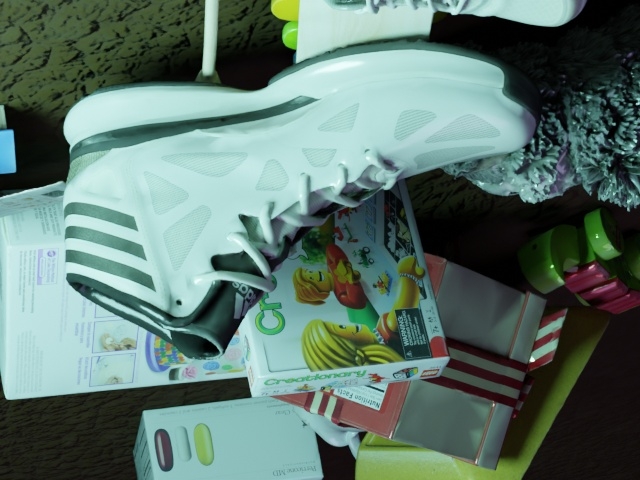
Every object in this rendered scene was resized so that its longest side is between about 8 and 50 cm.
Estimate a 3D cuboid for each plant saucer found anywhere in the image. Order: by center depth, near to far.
[{"bbox_3d":[0.192,0.211,2.154,0.081,0.332,0.333,42,155,-20],"label":"plant saucer"}]

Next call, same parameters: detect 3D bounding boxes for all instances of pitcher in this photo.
[{"bbox_3d":[0.065,0.246,2.356,0.125,0.177,0.207,-39,175,-34],"label":"pitcher"}]

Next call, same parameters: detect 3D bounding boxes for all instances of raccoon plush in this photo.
[{"bbox_3d":[0.287,-0.204,1.539,0.299,0.216,0.446,13,119,-20],"label":"raccoon plush"}]

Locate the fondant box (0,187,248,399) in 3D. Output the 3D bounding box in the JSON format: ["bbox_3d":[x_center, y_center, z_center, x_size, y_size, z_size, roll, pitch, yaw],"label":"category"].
[{"bbox_3d":[-0.192,0.051,1.797,0.330,0.096,0.238,-3,133,-16],"label":"fondant box"}]

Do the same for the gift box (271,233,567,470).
[{"bbox_3d":[0.124,0.117,1.951,0.255,0.276,0.258,21,178,41],"label":"gift box"}]

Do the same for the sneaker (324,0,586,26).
[{"bbox_3d":[0.063,-0.216,1.242,0.292,0.118,0.110,19,149,0],"label":"sneaker"}]

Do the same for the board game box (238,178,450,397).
[{"bbox_3d":[0.000,0.000,1.605,0.193,0.305,0.053,-5,153,-15],"label":"board game box"}]

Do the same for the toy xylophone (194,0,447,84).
[{"bbox_3d":[0.007,-0.199,1.435,0.236,0.081,0.322,5,155,-10],"label":"toy xylophone"}]

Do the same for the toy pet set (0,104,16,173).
[{"bbox_3d":[-0.354,-0.085,1.546,0.114,0.065,0.122,-5,156,-14],"label":"toy pet set"}]

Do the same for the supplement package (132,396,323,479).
[{"bbox_3d":[-0.149,0.351,2.523,0.262,0.145,0.204,-6,156,-14],"label":"supplement package"}]

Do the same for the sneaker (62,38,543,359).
[{"bbox_3d":[-0.020,-0.017,1.425,0.448,0.257,0.169,-7,154,15],"label":"sneaker"}]

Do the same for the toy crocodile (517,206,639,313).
[{"bbox_3d":[0.368,0.042,2.119,0.115,0.105,0.340,-24,154,26],"label":"toy crocodile"}]

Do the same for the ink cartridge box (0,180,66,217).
[{"bbox_3d":[-0.347,-0.046,1.581,0.225,0.056,0.181,-16,178,4],"label":"ink cartridge box"}]
